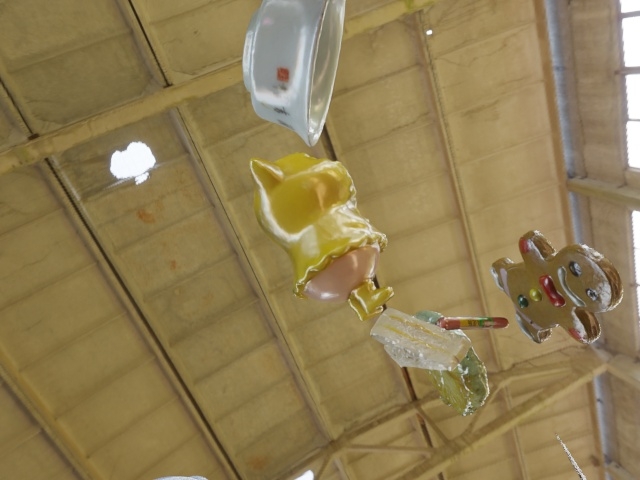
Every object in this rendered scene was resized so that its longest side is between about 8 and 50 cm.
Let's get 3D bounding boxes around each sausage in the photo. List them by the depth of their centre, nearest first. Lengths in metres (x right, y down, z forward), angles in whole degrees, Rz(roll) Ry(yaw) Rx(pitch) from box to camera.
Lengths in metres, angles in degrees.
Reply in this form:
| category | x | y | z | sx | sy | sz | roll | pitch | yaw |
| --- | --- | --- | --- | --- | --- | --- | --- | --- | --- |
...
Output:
| category | x | y | z | sx | sy | sz | roll | pitch | yaw |
| --- | --- | --- | --- | --- | --- | --- | --- | --- | --- |
| sausage | 0.346 | 0.187 | 1.080 | 0.223 | 0.029 | 0.029 | 5 | -74 | -27 |

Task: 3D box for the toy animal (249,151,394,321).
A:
| category | x | y | z | sx | sy | sz | roll | pitch | yaw |
| --- | --- | --- | --- | --- | --- | --- | --- | --- | --- |
| toy animal | 0.000 | -0.003 | 0.597 | 0.156 | 0.156 | 0.229 | -35 | -109 | -14 |

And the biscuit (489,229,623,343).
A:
| category | x | y | z | sx | sy | sz | roll | pitch | yaw |
| --- | --- | --- | --- | --- | --- | --- | --- | --- | --- |
| biscuit | 0.533 | 0.117 | 1.125 | 0.064 | 0.432 | 0.283 | -26 | -100 | -8 |

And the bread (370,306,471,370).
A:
| category | x | y | z | sx | sy | sz | roll | pitch | yaw |
| --- | --- | --- | --- | --- | --- | --- | --- | --- | --- |
| bread | 0.181 | 0.178 | 0.878 | 0.105 | 0.152 | 0.077 | 51 | -121 | -11 |

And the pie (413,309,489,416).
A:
| category | x | y | z | sx | sy | sz | roll | pitch | yaw |
| --- | --- | --- | --- | --- | --- | --- | --- | --- | --- |
| pie | 0.322 | 0.309 | 1.225 | 0.071 | 0.306 | 0.306 | -23 | -66 | -13 |

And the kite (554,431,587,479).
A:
| category | x | y | z | sx | sy | sz | roll | pitch | yaw |
| --- | --- | --- | --- | --- | --- | --- | --- | --- | --- |
| kite | 0.396 | 0.415 | 0.585 | 0.022 | 0.360 | 0.204 | -34 | -61 | 13 |

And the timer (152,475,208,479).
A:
| category | x | y | z | sx | sy | sz | roll | pitch | yaw |
| --- | --- | --- | --- | --- | --- | --- | --- | --- | --- |
| timer | -0.340 | 0.746 | 1.126 | 0.395 | 0.395 | 0.173 | 25 | -66 | -26 |

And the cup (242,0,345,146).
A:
| category | x | y | z | sx | sy | sz | roll | pitch | yaw |
| --- | --- | --- | --- | --- | --- | --- | --- | --- | --- |
| cup | -0.060 | -0.384 | 1.001 | 0.163 | 0.347 | 0.347 | 13 | -76 | 5 |
